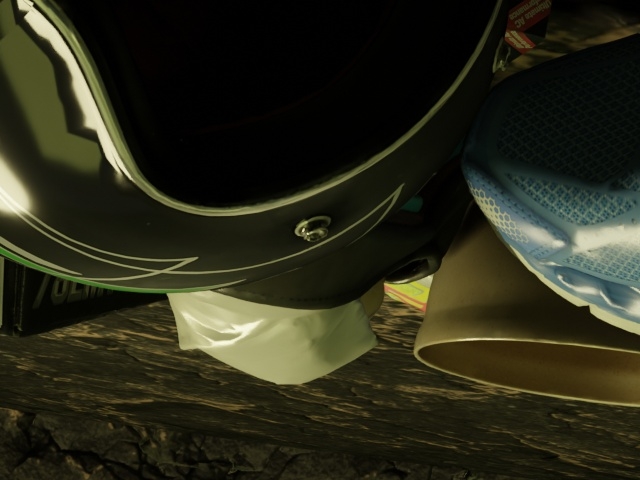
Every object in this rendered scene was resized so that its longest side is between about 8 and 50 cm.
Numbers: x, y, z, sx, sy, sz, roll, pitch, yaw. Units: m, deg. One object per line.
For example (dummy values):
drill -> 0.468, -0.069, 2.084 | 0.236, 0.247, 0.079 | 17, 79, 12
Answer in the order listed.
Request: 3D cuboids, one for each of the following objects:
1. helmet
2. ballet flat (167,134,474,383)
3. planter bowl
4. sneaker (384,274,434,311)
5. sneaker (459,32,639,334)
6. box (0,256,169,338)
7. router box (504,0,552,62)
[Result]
helmet -> -0.043, -0.065, 0.419 | 0.169, 0.169, 0.161 | -4, 147, 45
ballet flat -> 0.000, 0.000, 0.646 | 0.095, 0.096, 0.280 | 21, -168, 19
planter bowl -> 0.129, 0.008, 0.772 | 0.162, 0.109, 0.162 | 8, 169, 2
sneaker -> 0.068, 0.004, 0.905 | 0.094, 0.081, 0.208 | 9, 164, 33
sneaker -> 0.170, -0.050, 0.504 | 0.330, 0.130, 0.147 | -5, 147, 43
box -> -0.226, -0.011, 0.849 | 0.293, 0.073, 0.295 | 7, -176, 13
router box -> 0.016, -0.081, 0.599 | 0.092, 0.038, 0.122 | 12, 168, -13
